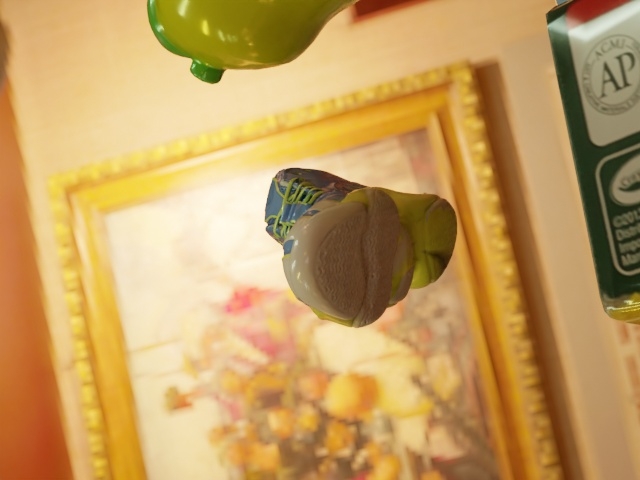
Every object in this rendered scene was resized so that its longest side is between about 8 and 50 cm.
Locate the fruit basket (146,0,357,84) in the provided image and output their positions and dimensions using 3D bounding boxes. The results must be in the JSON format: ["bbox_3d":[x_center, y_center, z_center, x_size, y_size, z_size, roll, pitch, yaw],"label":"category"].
[{"bbox_3d":[0.017,-0.288,1.133,0.392,0.392,0.283,66,-146,-28],"label":"fruit basket"}]

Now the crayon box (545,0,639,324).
[{"bbox_3d":[0.304,-0.059,0.480,0.313,0.363,0.106,8,-112,-45],"label":"crayon box"}]

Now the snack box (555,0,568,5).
[{"bbox_3d":[0.204,-0.146,0.808,0.070,0.207,0.174,22,141,54],"label":"snack box"}]

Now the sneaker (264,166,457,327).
[{"bbox_3d":[0.000,0.000,1.183,0.240,0.126,0.091,-1,-76,-67],"label":"sneaker"}]
